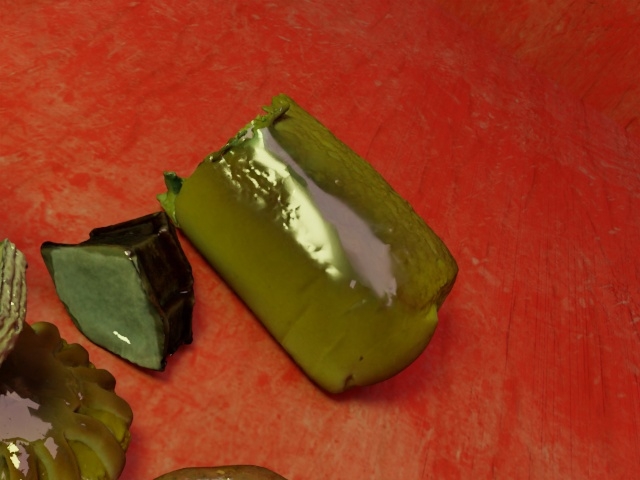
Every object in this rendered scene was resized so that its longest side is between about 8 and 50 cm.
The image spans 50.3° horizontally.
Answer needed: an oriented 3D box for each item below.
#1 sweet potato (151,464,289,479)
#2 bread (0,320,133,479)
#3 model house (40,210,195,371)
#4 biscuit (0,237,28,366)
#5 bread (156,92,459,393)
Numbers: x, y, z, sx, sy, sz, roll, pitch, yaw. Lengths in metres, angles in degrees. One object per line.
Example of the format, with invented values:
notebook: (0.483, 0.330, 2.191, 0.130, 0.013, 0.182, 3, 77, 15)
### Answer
sweet potato: (-0.055, 0.262, 0.656, 0.255, 0.058, 0.078, 23, 60, -9)
bread: (-0.263, 0.150, 0.582, 0.213, 0.105, 0.213, 21, 37, -17)
model house: (-0.195, 0.046, 0.759, 0.165, 0.106, 0.152, 70, 24, -12)
biscuit: (-0.326, 0.103, 0.496, 0.046, 0.250, 0.147, 58, 7, -45)
bread: (0.000, 0.000, 0.866, 0.376, 0.208, 0.251, 48, 44, 10)
